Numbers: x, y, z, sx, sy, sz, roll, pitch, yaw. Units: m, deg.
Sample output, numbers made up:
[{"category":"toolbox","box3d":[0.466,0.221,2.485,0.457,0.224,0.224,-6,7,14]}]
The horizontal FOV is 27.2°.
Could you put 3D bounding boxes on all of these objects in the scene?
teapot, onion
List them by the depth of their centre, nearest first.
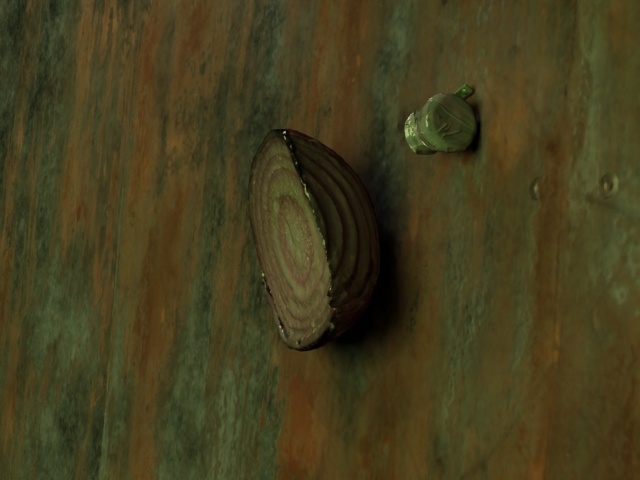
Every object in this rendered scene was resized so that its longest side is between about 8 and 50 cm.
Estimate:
[{"category":"teapot","box3d":[0.128,-0.126,1.395,0.083,0.064,0.064,-58,18,-22]},{"category":"onion","box3d":[0.000,0.000,1.525,0.247,0.111,0.250,133,124,-68]}]
